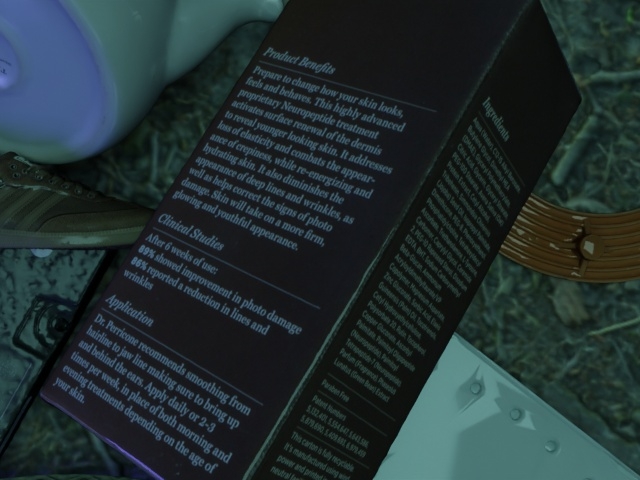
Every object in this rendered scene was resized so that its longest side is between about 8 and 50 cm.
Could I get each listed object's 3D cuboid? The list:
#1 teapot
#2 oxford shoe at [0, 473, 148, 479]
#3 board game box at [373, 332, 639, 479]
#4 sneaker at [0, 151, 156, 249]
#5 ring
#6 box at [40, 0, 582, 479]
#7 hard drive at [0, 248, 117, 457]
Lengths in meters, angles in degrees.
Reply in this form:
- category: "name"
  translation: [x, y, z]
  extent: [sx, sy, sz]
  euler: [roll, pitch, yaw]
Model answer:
- category: "teapot"
  translation: [-0.205, -0.195, 0.698]
  extent: [0.256, 0.252, 0.187]
  euler: [52, 44, -31]
- category: "oxford shoe"
  translation: [-0.082, 0.256, 0.666]
  extent: [0.449, 0.169, 0.130]
  euler: [8, 107, -4]
- category: "board game box"
  translation: [0.048, 0.275, 0.770]
  extent: [0.390, 0.050, 0.390]
  euler: [38, 87, -2]
- category: "sneaker"
  translation: [-0.205, -0.029, 0.688]
  extent: [0.188, 0.066, 0.071]
  euler: [0, 89, -4]
- category: "ring"
  translation: [0.237, -0.132, 0.799]
  extent: [0.336, 0.032, 0.337]
  euler: [0, 90, -3]
- category: "box"
  translation: [0.000, 0.000, 0.668]
  extent: [0.191, 0.143, 0.381]
  euler: [24, 79, 37]
- category: "hard drive"
  translation: [-0.362, 0.024, 0.743]
  extent: [0.338, 0.064, 0.237]
  euler: [28, 87, -3]
